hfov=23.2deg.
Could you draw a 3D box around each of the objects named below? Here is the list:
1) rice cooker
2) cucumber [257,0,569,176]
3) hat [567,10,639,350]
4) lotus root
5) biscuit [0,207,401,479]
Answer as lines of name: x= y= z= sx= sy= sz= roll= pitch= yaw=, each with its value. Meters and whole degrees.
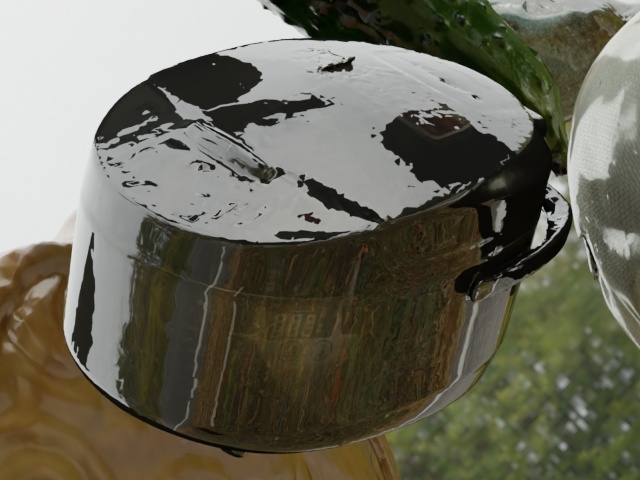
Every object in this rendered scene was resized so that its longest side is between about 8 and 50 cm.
rice cooker: x=0.000 y=0.000 z=0.469 sx=0.165 sy=0.112 sz=0.106 roll=-9 pitch=-56 yaw=-48
cucumber: x=0.024 y=-0.104 z=0.678 sx=0.069 sy=0.227 sz=0.069 roll=-50 pitch=8 yaw=10
hat: x=0.213 y=-0.028 z=0.555 sx=0.275 sy=0.161 sz=0.232 roll=6 pitch=-7 yaw=-41
lotus root: x=0.100 y=-0.101 z=0.839 sx=0.113 sy=0.192 sz=0.088 roll=-74 pitch=-21 yaw=-68
biscuit: x=-0.053 y=0.165 z=0.711 sx=0.062 sy=0.385 sz=0.365 roll=-19 pitch=-53 yaw=28
